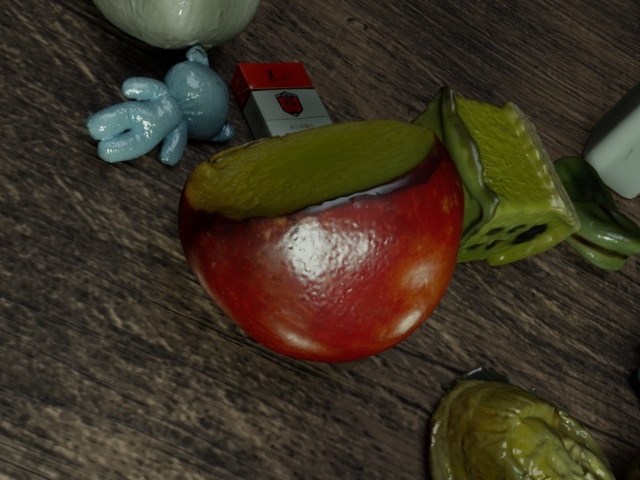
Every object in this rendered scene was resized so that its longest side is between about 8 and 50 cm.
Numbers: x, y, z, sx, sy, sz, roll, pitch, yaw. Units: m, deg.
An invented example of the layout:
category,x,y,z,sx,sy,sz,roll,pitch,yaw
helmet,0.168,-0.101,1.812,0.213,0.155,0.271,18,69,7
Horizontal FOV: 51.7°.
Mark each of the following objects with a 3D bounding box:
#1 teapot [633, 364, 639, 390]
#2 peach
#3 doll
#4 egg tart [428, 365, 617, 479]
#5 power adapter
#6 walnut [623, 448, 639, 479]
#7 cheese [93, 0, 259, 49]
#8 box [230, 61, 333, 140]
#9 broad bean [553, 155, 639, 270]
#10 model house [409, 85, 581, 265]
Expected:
category,x,y,z,sx,sy,sz,roll,pitch,yaw
teapot,0.544,0.202,0.877,0.203,0.171,0.225,-22,60,-5
peach,0.000,0.000,0.650,0.274,0.248,0.245,-13,89,-30
doll,-0.186,-0.146,0.767,0.179,0.075,0.120,-29,118,-26
egg tart,0.232,0.244,0.712,0.232,0.098,0.252,-20,67,-41
power adapter,0.580,-0.215,1.104,0.124,0.255,0.187,36,49,1
walnut,0.438,0.287,0.723,0.213,0.213,0.213,14,53,-20
cheese,-0.173,-0.324,0.820,0.198,0.154,0.189,35,31,28
box,-0.044,-0.164,0.864,0.100,0.048,0.152,-9,66,-35
broad bean,0.417,-0.046,1.031,0.153,0.072,0.207,8,44,-27
model house,0.233,-0.079,0.872,0.234,0.175,0.193,-4,60,-27
